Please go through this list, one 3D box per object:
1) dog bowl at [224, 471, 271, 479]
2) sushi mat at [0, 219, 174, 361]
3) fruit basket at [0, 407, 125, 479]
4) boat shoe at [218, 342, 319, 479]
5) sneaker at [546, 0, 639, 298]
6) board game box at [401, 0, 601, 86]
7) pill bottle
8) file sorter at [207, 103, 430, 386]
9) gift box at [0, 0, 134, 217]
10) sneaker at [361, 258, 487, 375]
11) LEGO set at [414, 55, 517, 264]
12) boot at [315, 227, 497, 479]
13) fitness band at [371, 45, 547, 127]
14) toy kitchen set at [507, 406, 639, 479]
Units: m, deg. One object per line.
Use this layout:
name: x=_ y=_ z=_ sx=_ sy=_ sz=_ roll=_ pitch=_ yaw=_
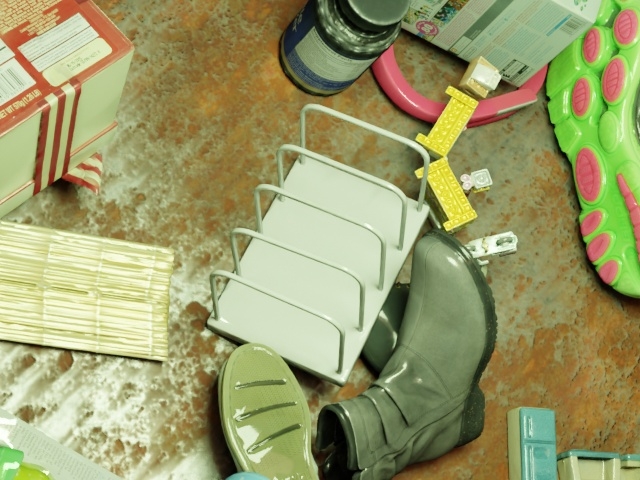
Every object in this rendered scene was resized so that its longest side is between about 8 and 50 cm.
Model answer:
dog bowl: x=-0.082 y=0.419 z=1.549 sx=0.074 sy=0.166 sz=0.297 roll=-7 pitch=79 yaw=-46
sushi mat: x=-0.335 y=0.056 z=1.652 sx=0.317 sy=0.019 sz=0.151 roll=10 pitch=72 yaw=-19
fruit basket: x=-0.355 y=0.375 z=1.497 sx=0.353 sy=0.165 sz=0.327 roll=37 pitch=63 yaw=-25
boat shoe: x=-0.059 y=0.279 z=1.650 sx=0.113 sy=0.103 sz=0.302 roll=-11 pitch=72 yaw=-23
sneaker: x=0.464 y=-0.149 z=1.976 sx=0.202 sy=0.185 sz=0.482 roll=5 pitch=77 yaw=-42
board game box: x=0.201 y=-0.351 z=1.830 sx=0.303 sy=0.224 sz=0.097 roll=26 pitch=65 yaw=-12
pill bottle: x=0.035 y=-0.285 z=1.796 sx=0.123 sy=0.219 sz=0.122 roll=6 pitch=72 yaw=-20
file sorter: x=0.000 y=0.000 z=1.690 sx=0.193 sy=0.173 sz=0.277 roll=22 pitch=65 yaw=11
gift box: x=-0.378 y=-0.161 z=1.566 sx=0.255 sy=0.258 sz=0.276 roll=-34 pitch=80 yaw=-28
sneaker: x=0.124 y=0.071 z=1.800 sx=0.118 sy=0.083 sz=0.222 roll=47 pitch=64 yaw=-3
LEGO set: x=0.187 y=-0.103 z=1.846 sx=0.132 sy=0.107 sz=0.287 roll=-3 pitch=74 yaw=-3
boot: x=0.099 y=0.168 z=1.654 sx=0.223 sy=0.118 sz=0.338 roll=-24 pitch=124 yaw=-29
fitness band: x=0.206 y=-0.269 z=1.959 sx=0.291 sy=0.054 sz=0.209 roll=-15 pitch=78 yaw=-26
toy kitchen set: x=0.380 y=0.279 z=1.793 sx=0.207 sy=0.166 sz=0.122 roll=6 pitch=72 yaw=-21
